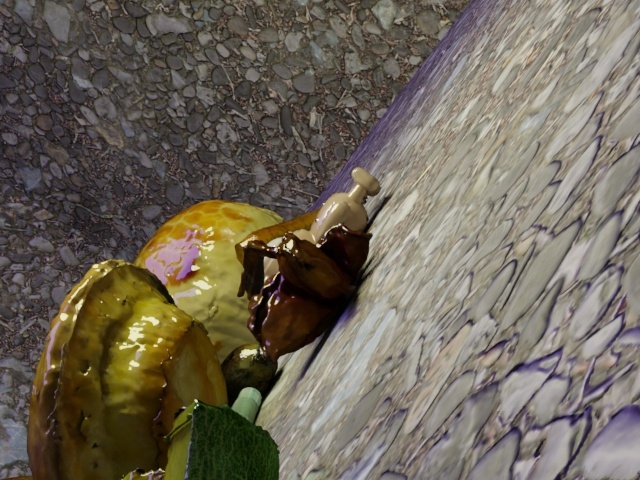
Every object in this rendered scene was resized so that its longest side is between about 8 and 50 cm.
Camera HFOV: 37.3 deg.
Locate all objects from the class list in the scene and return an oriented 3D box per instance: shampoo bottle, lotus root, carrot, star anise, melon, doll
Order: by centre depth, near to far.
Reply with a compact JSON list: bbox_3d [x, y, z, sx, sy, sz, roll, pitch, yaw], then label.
[{"bbox_3d":[-0.114,0.273,0.846,0.265,0.129,0.169,-46,32,46],"label":"melon"},{"bbox_3d":[-0.121,0.269,1.338,0.190,0.041,0.069,-65,0,-68],"label":"shampoo bottle"},{"bbox_3d":[-0.039,0.063,1.338,0.237,0.148,0.346,-54,14,-16],"label":"star anise"},{"bbox_3d":[-0.123,0.216,1.481,0.179,0.081,0.089,-50,6,45],"label":"lotus root"},{"bbox_3d":[0.000,-0.001,1.606,0.278,0.119,0.154,-50,-10,-11],"label":"doll"},{"bbox_3d":[-0.037,-0.016,1.720,0.260,0.070,0.070,-24,-13,-31],"label":"carrot"}]

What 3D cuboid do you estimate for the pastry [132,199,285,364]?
[{"bbox_3d":[-0.211,0.092,1.852,0.388,0.313,0.388,-57,8,12],"label":"pastry"}]

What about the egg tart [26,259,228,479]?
[{"bbox_3d":[-0.240,0.238,1.341,0.443,0.178,0.442,-4,-90,-75],"label":"egg tart"}]

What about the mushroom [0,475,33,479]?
[{"bbox_3d":[-0.539,0.586,1.736,0.345,0.345,0.239,-56,25,-11],"label":"mushroom"}]
